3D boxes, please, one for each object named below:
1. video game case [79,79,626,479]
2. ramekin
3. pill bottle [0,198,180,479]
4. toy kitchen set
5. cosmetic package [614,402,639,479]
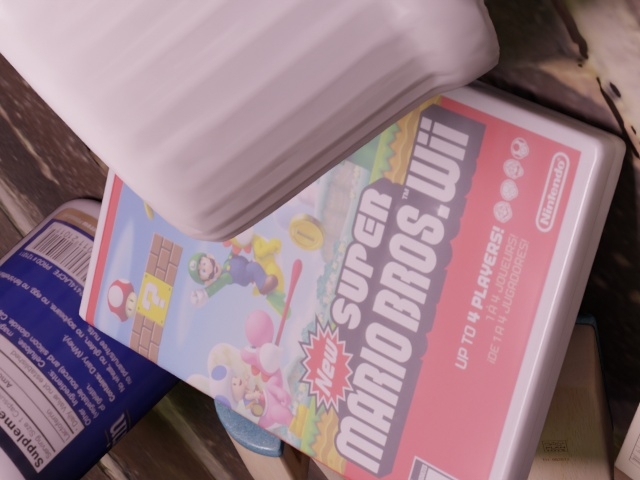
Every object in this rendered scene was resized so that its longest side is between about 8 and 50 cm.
[{"bbox_3d":[0.000,0.000,0.855,0.285,0.025,0.204,27,111,36],"label":"video game case"},{"bbox_3d":[-0.071,-0.130,0.652,0.277,0.135,0.277,49,-178,-2],"label":"ramekin"},{"bbox_3d":[-0.214,0.107,1.219,0.153,0.264,0.153,36,155,20],"label":"pill bottle"},{"bbox_3d":[0.048,0.038,0.935,0.207,0.166,0.122,-3,146,12],"label":"toy kitchen set"},{"bbox_3d":[0.182,0.087,0.827,0.060,0.041,0.115,37,155,17],"label":"cosmetic package"}]
